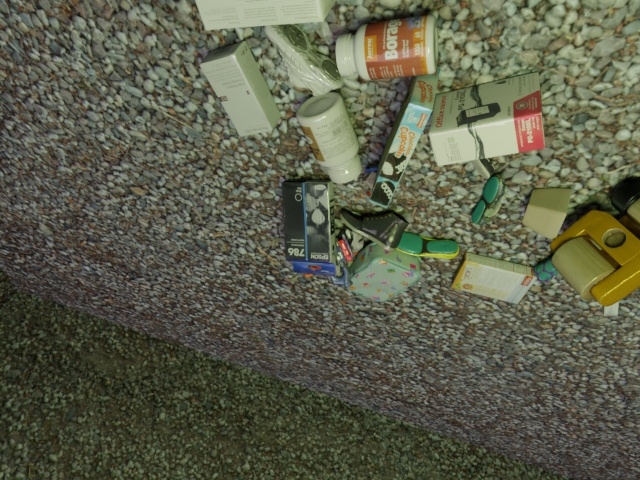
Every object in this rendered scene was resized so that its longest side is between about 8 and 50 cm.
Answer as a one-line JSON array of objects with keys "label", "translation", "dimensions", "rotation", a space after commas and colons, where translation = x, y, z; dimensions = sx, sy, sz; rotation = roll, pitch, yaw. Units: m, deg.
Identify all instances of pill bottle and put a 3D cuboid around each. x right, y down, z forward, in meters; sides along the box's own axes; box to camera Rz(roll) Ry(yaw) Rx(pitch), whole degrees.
[{"label": "pill bottle", "translation": [0.034, -0.275, 1.219], "dimensions": [0.131, 0.131, 0.229], "rotation": [-4, 136, 26]}, {"label": "pill bottle", "translation": [0.149, -0.427, 0.996], "dimensions": [0.216, 0.121, 0.121], "rotation": [1, 138, 20]}]

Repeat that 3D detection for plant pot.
[{"label": "plant pot", "translation": [0.624, -0.083, 1.233], "dimensions": [0.096, 0.109, 0.109], "rotation": [18, 143, 21]}]

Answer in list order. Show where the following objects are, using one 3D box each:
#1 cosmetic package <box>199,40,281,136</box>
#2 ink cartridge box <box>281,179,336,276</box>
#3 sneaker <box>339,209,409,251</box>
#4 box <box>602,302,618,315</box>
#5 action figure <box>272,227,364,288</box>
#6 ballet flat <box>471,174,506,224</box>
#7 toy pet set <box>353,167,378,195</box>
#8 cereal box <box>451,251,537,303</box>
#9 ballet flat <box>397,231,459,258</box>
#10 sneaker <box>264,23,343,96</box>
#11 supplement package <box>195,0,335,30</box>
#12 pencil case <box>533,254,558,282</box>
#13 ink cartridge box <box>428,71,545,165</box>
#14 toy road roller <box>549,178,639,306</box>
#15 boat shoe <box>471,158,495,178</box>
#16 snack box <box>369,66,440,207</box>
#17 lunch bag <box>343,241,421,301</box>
[{"label": "cosmetic package", "translation": [-0.211, -0.405, 1.205], "dimensions": [0.117, 0.085, 0.231], "rotation": [-4, 135, 27]}, {"label": "ink cartridge box", "translation": [-0.036, -0.032, 1.464], "dimensions": [0.165, 0.065, 0.333], "rotation": [2, 107, 19]}, {"label": "sneaker", "translation": [0.178, -0.069, 1.466], "dimensions": [0.222, 0.083, 0.118], "rotation": [31, 111, 9]}, {"label": "box", "translation": [0.833, 0.100, 1.292], "dimensions": [0.038, 0.186, 0.145], "rotation": [-5, 135, 27]}, {"label": "action figure", "translation": [0.000, 0.000, 1.592], "dimensions": [0.330, 0.178, 0.341], "rotation": [-11, 105, 24]}, {"label": "ballet flat", "translation": [0.498, -0.119, 1.282], "dimensions": [0.070, 0.070, 0.188], "rotation": [16, 143, 4]}, {"label": "toy pet set", "translation": [0.142, -0.198, 1.344], "dimensions": [0.122, 0.065, 0.114], "rotation": [36, 174, -16]}, {"label": "cereal box", "translation": [0.597, 0.133, 1.541], "dimensions": [0.240, 0.047, 0.173], "rotation": [14, 142, 6]}, {"label": "ballet flat", "translation": [0.349, 0.027, 1.503], "dimensions": [0.230, 0.077, 0.077], "rotation": [8, 157, 11]}, {"label": "sneaker", "translation": [-0.059, -0.439, 1.099], "dimensions": [0.232, 0.090, 0.115], "rotation": [39, 141, -22]}, {"label": "supplement package", "translation": [-0.102, -0.544, 0.894], "dimensions": [0.261, 0.204, 0.145], "rotation": [5, 139, 17]}, {"label": "pencil case", "translation": [0.751, 0.075, 1.394], "dimensions": [0.070, 0.064, 0.152], "rotation": [44, 140, 1]}, {"label": "ink cartridge box", "translation": [0.385, -0.280, 1.033], "dimensions": [0.237, 0.172, 0.100], "rotation": [-5, 135, 28]}, {"label": "toy road roller", "translation": [0.812, 0.029, 1.160], "dimensions": [0.240, 0.202, 0.329], "rotation": [29, 117, -37]}, {"label": "boat shoe", "translation": [0.430, -0.222, 1.194], "dimensions": [0.125, 0.038, 0.046], "rotation": [45, 177, -22]}, {"label": "snack box", "translation": [0.207, -0.258, 1.123], "dimensions": [0.060, 0.187, 0.322], "rotation": [18, 142, 1]}, {"label": "lunch bag", "translation": [0.223, 0.117, 1.622], "dimensions": [0.224, 0.108, 0.279], "rotation": [20, 145, -18]}]
